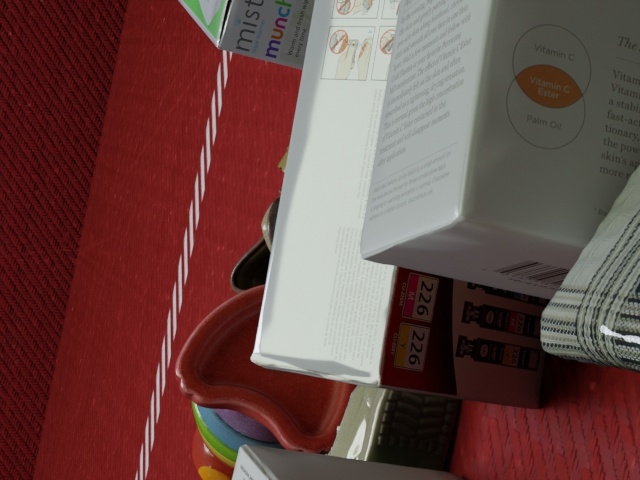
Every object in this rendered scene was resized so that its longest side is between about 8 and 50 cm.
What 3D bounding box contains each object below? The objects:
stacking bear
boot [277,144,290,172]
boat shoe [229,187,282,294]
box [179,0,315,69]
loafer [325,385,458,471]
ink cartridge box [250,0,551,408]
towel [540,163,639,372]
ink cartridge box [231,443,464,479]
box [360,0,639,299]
[{"bbox_3d":[-0.064,0.176,1.675,0.164,0.175,0.289,-62,-2,-30],"label":"stacking bear"},{"bbox_3d":[0.101,-0.129,1.418,0.236,0.089,0.269,36,99,30],"label":"boot"},{"bbox_3d":[0.000,0.000,1.617,0.342,0.123,0.123,145,132,-63],"label":"boat shoe"},{"bbox_3d":[-0.005,-0.251,1.606,0.262,0.231,0.127,-127,50,-65],"label":"box"},{"bbox_3d":[0.044,0.230,1.402,0.268,0.102,0.092,-69,19,-3],"label":"loafer"},{"bbox_3d":[0.106,-0.036,1.243,0.130,0.272,0.309,7,86,41],"label":"ink cartridge box"},{"bbox_3d":[0.262,-0.066,0.765,0.324,0.056,0.312,-51,15,-11],"label":"towel"},{"bbox_3d":[0.011,0.318,1.290,0.115,0.198,0.273,-149,70,-69],"label":"ink cartridge box"},{"bbox_3d":[0.174,-0.142,1.015,0.168,0.215,0.345,157,125,-70],"label":"box"}]
